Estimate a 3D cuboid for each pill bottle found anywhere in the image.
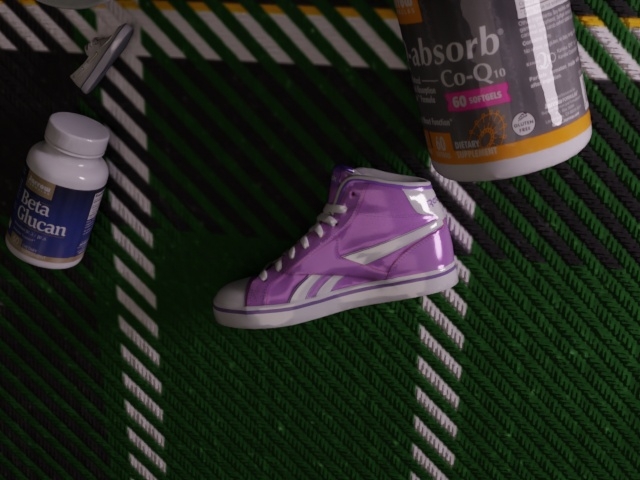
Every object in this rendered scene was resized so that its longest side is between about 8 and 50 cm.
[{"bbox_3d":[0.155,-0.208,0.833,0.162,0.162,0.278,-11,107,16],"label":"pill bottle"},{"bbox_3d":[-0.303,-0.059,1.029,0.094,0.094,0.169,25,114,3],"label":"pill bottle"}]

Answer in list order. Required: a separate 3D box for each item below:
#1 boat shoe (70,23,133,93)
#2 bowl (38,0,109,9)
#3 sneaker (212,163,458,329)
[{"bbox_3d":[-0.250,-0.212,0.993,0.035,0.035,0.100,42,120,-8],"label":"boat shoe"},{"bbox_3d":[-0.224,-0.384,0.846,0.298,0.134,0.298,16,123,27],"label":"bowl"},{"bbox_3d":[0.000,0.000,0.989,0.282,0.102,0.161,-14,104,6],"label":"sneaker"}]
